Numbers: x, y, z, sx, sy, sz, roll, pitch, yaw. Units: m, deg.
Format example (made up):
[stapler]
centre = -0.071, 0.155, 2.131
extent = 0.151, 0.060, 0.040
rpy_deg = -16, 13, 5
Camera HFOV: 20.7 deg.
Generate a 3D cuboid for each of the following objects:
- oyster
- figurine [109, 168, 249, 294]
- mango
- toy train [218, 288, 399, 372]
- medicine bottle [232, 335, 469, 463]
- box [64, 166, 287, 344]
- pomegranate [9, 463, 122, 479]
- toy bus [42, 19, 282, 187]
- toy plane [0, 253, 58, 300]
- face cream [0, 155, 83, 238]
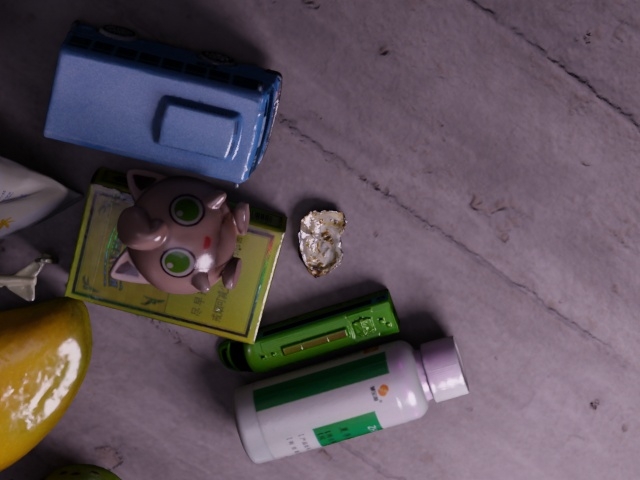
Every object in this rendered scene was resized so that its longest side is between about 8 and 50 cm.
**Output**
[oyster]
centre = 0.000, 0.003, 1.949
extent = 0.054, 0.019, 0.083
rpy_deg = 6, 108, -2
[figurine]
centre = -0.146, -0.006, 1.830
extent = 0.138, 0.125, 0.125
rpy_deg = 12, 110, 0
[mango]
centre = -0.385, 0.172, 1.975
extent = 0.317, 0.119, 0.176
rpy_deg = -34, 103, 3
[toy train]
centre = -0.016, 0.110, 1.974
extent = 0.209, 0.042, 0.044
rpy_deg = -18, 108, 7
[medicine bottle]
centre = 0.034, 0.174, 1.968
extent = 0.260, 0.095, 0.095
rpy_deg = -17, 108, 9
[box]
centre = -0.160, 0.017, 1.935
extent = 0.220, 0.064, 0.141
rpy_deg = 16, 109, -2
[pomegranate]
centre = -0.261, 0.345, 2.028
extent = 0.156, 0.156, 0.220
rpy_deg = -40, 135, 14
[toy bus]
centre = -0.164, -0.142, 1.840
extent = 0.234, 0.133, 0.116
rpy_deg = 13, 109, -3
[toy plane]
centre = -0.439, 0.041, 1.947
extent = 0.286, 0.092, 0.108
rpy_deg = 4, 85, 2
[face cream]
centre = -0.342, -0.046, 1.852
extent = 0.114, 0.224, 0.070
rpy_deg = -25, 69, 10
